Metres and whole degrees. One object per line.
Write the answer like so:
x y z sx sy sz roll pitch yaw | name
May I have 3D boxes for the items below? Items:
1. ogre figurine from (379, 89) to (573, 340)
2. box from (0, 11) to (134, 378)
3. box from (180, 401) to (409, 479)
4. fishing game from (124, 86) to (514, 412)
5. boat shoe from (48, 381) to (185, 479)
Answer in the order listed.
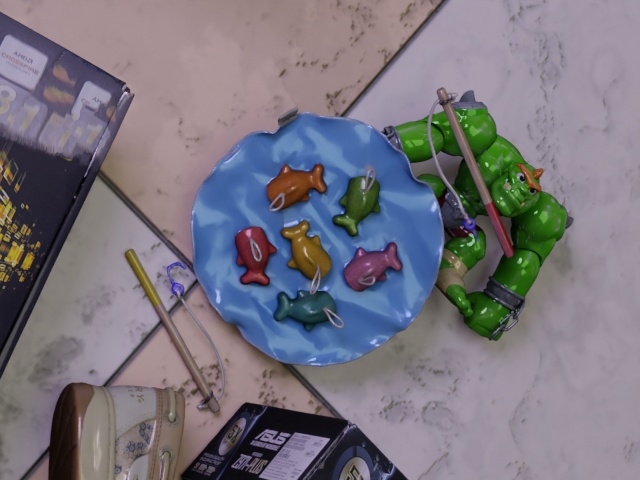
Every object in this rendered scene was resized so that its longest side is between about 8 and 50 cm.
0.110 -0.029 1.256 0.118 0.097 0.197 -42 91 -2 | ogre figurine
-0.354 -0.044 1.003 0.395 0.097 0.318 30 70 -18 | box
0.006 0.193 1.146 0.147 0.180 0.077 47 70 -17 | box
0.000 0.000 1.183 0.264 0.041 0.189 -24 101 -3 | fishing game
-0.134 0.240 1.119 0.089 0.104 0.285 2 87 -23 | boat shoe
